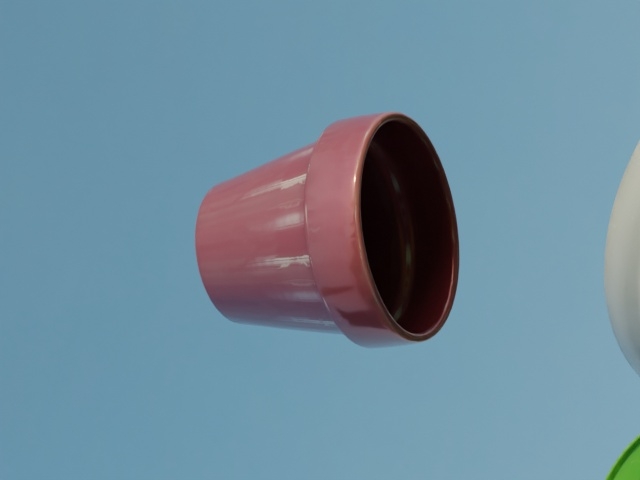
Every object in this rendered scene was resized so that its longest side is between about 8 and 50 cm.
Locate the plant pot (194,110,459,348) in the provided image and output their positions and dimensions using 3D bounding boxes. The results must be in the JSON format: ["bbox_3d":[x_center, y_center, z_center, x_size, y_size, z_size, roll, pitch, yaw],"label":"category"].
[{"bbox_3d":[0.000,0.000,1.662,0.201,0.180,0.201,28,-122,-57],"label":"plant pot"}]

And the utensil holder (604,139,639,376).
[{"bbox_3d":[0.434,0.050,1.312,0.327,0.385,0.328,-12,-62,-24],"label":"utensil holder"}]

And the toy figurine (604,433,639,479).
[{"bbox_3d":[0.230,0.169,0.870,0.159,0.173,0.130,16,-62,-31],"label":"toy figurine"}]
